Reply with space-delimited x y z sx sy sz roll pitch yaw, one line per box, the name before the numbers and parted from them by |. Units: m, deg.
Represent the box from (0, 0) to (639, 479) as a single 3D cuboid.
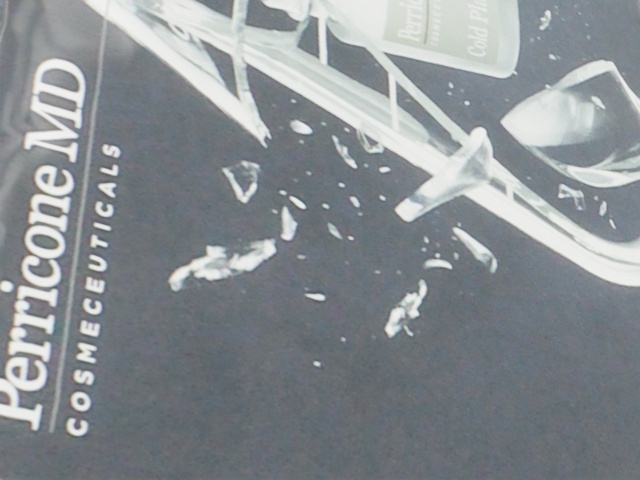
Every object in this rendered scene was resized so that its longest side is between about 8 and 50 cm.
box | 0.000 0.000 0.777 0.471 0.297 0.480 16 56 -24
